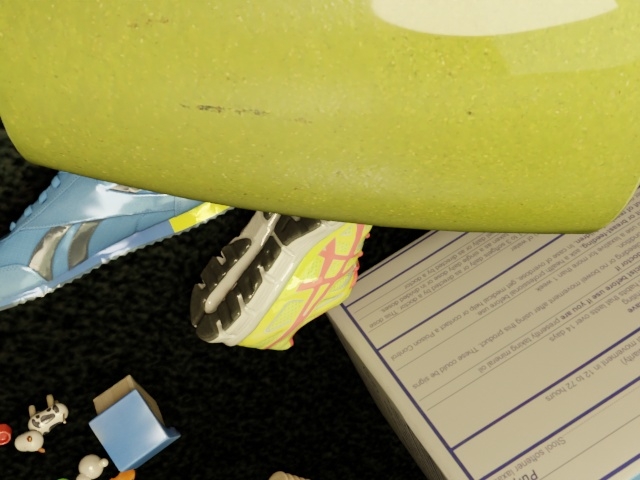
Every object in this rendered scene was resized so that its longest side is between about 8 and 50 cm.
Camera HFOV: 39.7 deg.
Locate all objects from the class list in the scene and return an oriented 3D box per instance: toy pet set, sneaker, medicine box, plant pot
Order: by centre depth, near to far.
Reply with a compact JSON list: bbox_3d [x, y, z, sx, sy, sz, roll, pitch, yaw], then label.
[{"bbox_3d":[-0.015,-0.124,0.469,0.294,0.275,0.274,-6,121,-4],"label":"plant pot"},{"bbox_3d":[-0.154,-0.022,0.569,0.209,0.069,0.082,-26,106,-6],"label":"sneaker"},{"bbox_3d":[0.185,0.093,0.644,0.263,0.289,0.149,-31,126,-5],"label":"medicine box"},{"bbox_3d":[0.000,0.000,0.645,0.208,0.081,0.094,-46,133,14],"label":"sneaker"},{"bbox_3d":[-0.164,0.166,0.665,0.114,0.065,0.122,-35,127,-2],"label":"toy pet set"}]

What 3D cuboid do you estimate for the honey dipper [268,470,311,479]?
[{"bbox_3d":[0.018,0.244,0.819,0.161,0.030,0.030,26,105,-37],"label":"honey dipper"}]
